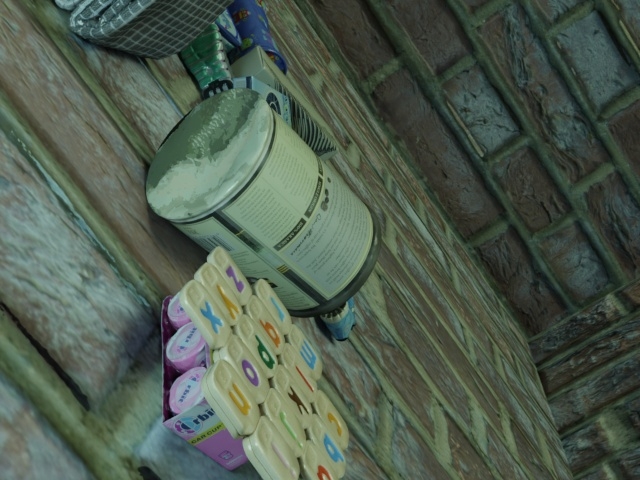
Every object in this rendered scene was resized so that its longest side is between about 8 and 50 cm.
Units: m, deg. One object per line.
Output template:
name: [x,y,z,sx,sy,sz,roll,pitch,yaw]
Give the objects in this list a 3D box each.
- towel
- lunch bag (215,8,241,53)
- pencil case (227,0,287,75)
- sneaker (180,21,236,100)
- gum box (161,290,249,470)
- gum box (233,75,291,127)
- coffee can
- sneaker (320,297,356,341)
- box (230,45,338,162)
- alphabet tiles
towel: [-0.215,-0.385,1.182,0.121,0.283,0.235,59,16,6]
lunch bag: [-0.253,-0.484,1.638,0.176,0.090,0.219,34,28,-61]
pencil case: [-0.158,-0.449,1.802,0.133,0.119,0.306,54,13,-45]
sneaker: [-0.203,-0.323,1.513,0.098,0.083,0.224,37,34,-76]
gum box: [-0.113,0.136,0.866,0.107,0.062,0.188,47,18,-35]
gum box: [-0.105,-0.207,1.500,0.184,0.041,0.157,8,79,-69]
coffee can: [-0.070,-0.044,1.098,0.275,0.201,0.202,43,21,-42]
sneaker: [0.030,0.122,1.387,0.162,0.063,0.073,-72,146,-67]
box: [-0.084,-0.265,1.679,0.275,0.113,0.094,42,22,-40]
alphabet tiles: [-0.055,0.144,0.868,0.278,0.021,0.284,56,14,-11]
